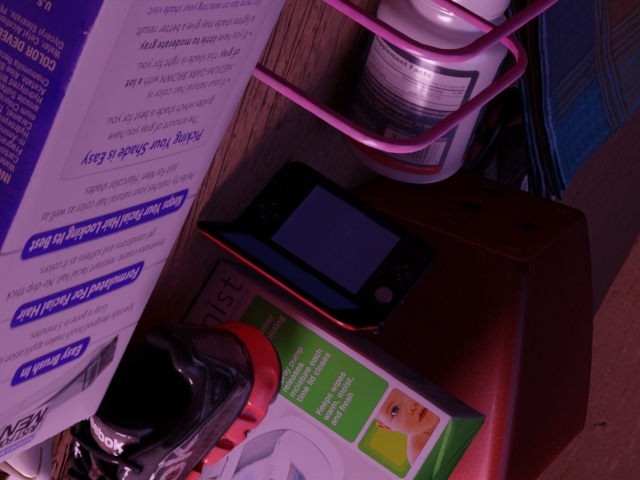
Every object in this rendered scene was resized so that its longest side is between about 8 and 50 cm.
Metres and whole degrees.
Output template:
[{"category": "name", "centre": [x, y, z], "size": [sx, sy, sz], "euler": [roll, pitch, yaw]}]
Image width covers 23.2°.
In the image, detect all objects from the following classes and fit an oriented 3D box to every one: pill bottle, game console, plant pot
[{"category": "pill bottle", "centre": [0.088, -0.144, 1.218], "size": [0.108, 0.108, 0.180], "euler": [-39, 156, -47]}, {"category": "game console", "centre": [0.000, 0.000, 1.168], "size": [0.124, 0.144, 0.085], "euler": [-50, 164, -22]}, {"category": "plant pot", "centre": [0.119, 0.071, 1.486], "size": [0.267, 0.267, 0.236], "euler": [-28, 134, -59]}]

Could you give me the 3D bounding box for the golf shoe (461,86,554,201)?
[{"category": "golf shoe", "centre": [0.178, -0.030, 1.677], "size": [0.105, 0.120, 0.273], "euler": [-36, 155, -54]}]

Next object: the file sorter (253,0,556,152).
[{"category": "file sorter", "centre": [0.063, -0.224, 0.863], "size": [0.202, 0.182, 0.291], "euler": [-38, 155, -49]}]

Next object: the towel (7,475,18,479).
[{"category": "towel", "centre": [-0.248, 0.213, 1.074], "size": [0.152, 0.023, 0.113], "euler": [-48, 161, -26]}]

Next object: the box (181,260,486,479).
[{"category": "box", "centre": [-0.039, 0.187, 1.252], "size": [0.262, 0.231, 0.127], "euler": [-57, 161, 4]}]

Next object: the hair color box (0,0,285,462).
[{"category": "hair color box", "centre": [-0.134, -0.049, 0.763], "size": [0.185, 0.110, 0.339], "euler": [-23, 142, -64]}]

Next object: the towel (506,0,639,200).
[{"category": "towel", "centre": [0.299, -0.243, 1.578], "size": [0.370, 0.040, 0.271], "euler": [-43, 133, -40]}]

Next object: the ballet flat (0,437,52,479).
[{"category": "ballet flat", "centre": [-0.211, 0.152, 0.988], "size": [0.206, 0.067, 0.073], "euler": [-56, 164, -5]}]

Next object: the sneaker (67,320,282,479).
[{"category": "sneaker", "centre": [-0.146, 0.169, 1.145], "size": [0.276, 0.097, 0.135], "euler": [-55, 148, 5]}]
